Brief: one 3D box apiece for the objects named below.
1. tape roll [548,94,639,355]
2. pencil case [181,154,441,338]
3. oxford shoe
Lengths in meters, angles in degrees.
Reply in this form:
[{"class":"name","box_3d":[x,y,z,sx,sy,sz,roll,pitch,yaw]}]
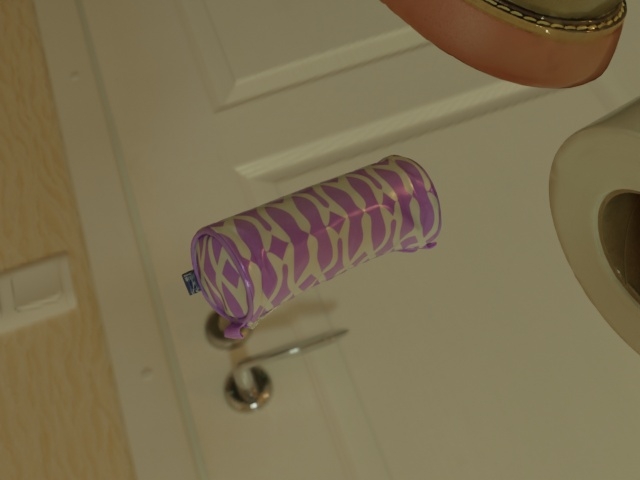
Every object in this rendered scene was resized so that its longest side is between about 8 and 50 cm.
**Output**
[{"class":"tape roll","box_3d":[0.329,-0.020,0.711,0.169,0.246,0.246,-30,148,-15]},{"class":"pencil case","box_3d":[0.000,0.000,0.689,0.206,0.088,0.086,-24,-175,-28]},{"class":"oxford shoe","box_3d":[0.030,-0.254,0.490,0.140,0.397,0.146,-30,152,-37]}]
